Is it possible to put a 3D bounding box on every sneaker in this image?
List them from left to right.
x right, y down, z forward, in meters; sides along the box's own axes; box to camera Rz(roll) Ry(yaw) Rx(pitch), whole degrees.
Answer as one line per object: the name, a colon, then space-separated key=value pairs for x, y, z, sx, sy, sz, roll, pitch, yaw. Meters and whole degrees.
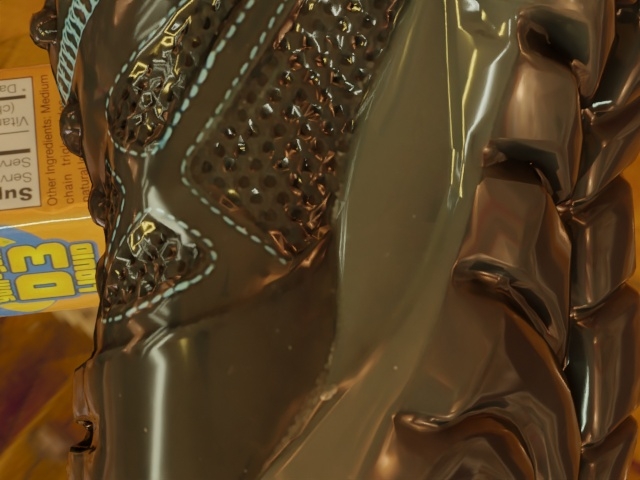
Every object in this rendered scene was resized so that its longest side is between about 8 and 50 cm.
sneaker: x=0.000 y=0.000 z=0.448 sx=0.140 sy=0.125 sz=0.340 roll=21 pitch=94 yaw=32

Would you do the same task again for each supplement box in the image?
supplement box: x=-0.086 y=-0.021 z=0.763 sx=0.233 sy=0.080 sz=0.078 roll=-5 pitch=150 yaw=-2
